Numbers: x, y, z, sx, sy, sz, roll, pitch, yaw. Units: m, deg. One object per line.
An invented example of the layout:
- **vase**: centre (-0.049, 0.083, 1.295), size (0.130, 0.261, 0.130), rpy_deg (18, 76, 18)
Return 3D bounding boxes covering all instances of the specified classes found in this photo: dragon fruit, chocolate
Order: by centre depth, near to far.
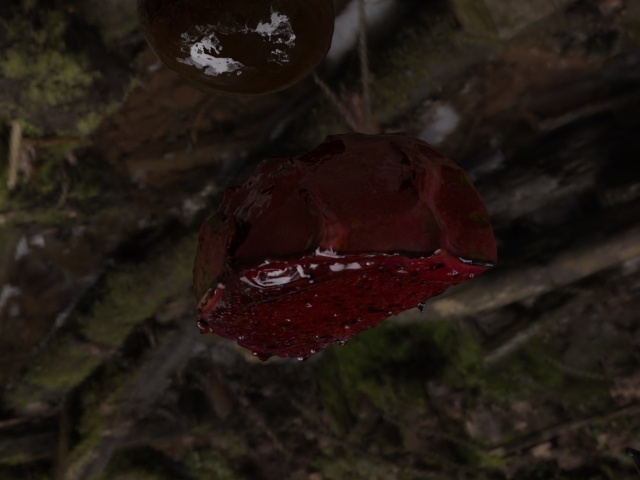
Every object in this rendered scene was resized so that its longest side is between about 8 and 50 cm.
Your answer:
- **dragon fruit**: centre (0.000, 0.000, 0.908), size (0.163, 0.189, 0.261), rpy_deg (37, 142, -13)
- **chocolate**: centre (-0.077, -0.202, 1.051), size (0.177, 0.177, 0.177), rpy_deg (-14, 152, -8)

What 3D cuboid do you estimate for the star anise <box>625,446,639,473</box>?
- **star anise**: centre (0.431, 0.299, 1.395), size (0.182, 0.195, 0.065), rpy_deg (-42, 166, 35)
